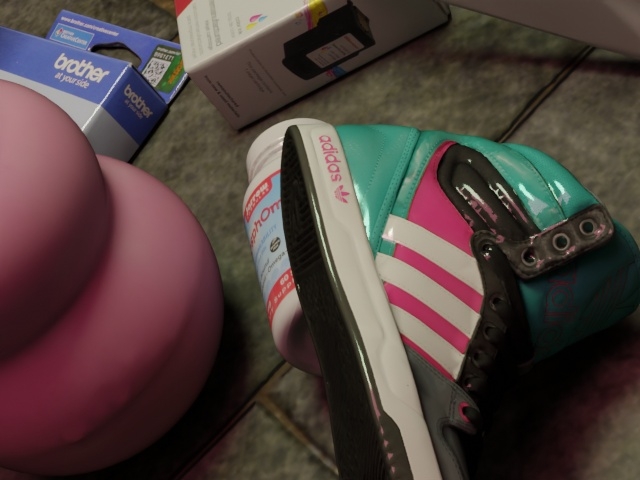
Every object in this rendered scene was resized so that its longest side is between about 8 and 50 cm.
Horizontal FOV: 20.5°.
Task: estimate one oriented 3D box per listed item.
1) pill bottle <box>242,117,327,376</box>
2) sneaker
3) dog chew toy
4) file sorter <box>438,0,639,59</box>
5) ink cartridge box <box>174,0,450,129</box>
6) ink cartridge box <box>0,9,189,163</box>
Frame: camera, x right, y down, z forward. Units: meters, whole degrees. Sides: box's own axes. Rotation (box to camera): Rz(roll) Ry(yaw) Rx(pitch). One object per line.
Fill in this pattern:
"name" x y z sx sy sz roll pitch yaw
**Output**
"pill bottle" 0.000 0.000 1.084 0.087 0.087 0.160 -30 44 12
"sneaker" 0.091 0.058 0.932 0.178 0.124 0.295 -6 59 -12
"dog chew toy" -0.202 -0.001 1.048 0.206 0.332 0.207 -20 47 22
"file sorter" 0.144 -0.250 1.061 0.277 0.193 0.173 20 64 24
"ink cartridge box" -0.010 -0.177 1.246 0.175 0.072 0.127 -27 45 15
"ink cartridge box" -0.241 -0.053 1.321 0.186 0.065 0.311 21 68 43
